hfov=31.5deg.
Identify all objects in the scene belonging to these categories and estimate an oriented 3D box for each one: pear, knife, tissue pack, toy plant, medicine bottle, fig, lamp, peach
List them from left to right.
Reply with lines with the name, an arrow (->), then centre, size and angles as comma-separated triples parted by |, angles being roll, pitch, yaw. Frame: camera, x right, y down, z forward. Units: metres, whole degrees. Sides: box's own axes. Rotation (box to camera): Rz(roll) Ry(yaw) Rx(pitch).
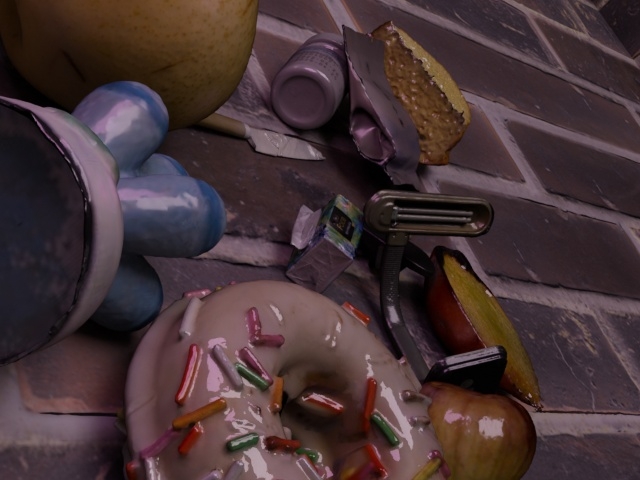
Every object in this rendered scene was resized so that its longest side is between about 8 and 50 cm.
toy plant -> -0.222, -0.027, 1.070 | 0.247, 0.247, 0.332 | 53, 23, 10
pear -> -0.219, -0.271, 1.284 | 0.309, 0.309, 0.309 | 33, 32, -24
knife -> -0.090, -0.141, 1.564 | 0.297, 0.017, 0.047 | 11, 47, -52
medicine bottle -> -0.007, -0.241, 1.706 | 0.105, 0.105, 0.168 | 43, 30, -8
tissue pack -> 0.000, -0.001, 1.439 | 0.079, 0.085, 0.111 | 39, 31, -12
lamp -> 0.171, 0.078, 1.465 | 0.203, 0.124, 0.283 | -7, 63, -24
fig -> 0.150, 0.255, 1.271 | 0.160, 0.143, 0.231 | 18, 35, 12
peach -> 0.221, 0.133, 1.584 | 0.189, 0.068, 0.279 | 23, 36, -48

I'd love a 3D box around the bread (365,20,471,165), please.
bread -> 0.159, -0.240, 1.902 | 0.260, 0.129, 0.134 | 54, 23, 11

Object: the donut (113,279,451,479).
donut -> -0.019, 0.196, 1.090 | 0.382, 0.142, 0.383 | 35, 34, -28

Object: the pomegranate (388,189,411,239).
pomegranate -> 0.105, -0.036, 1.647 | 0.073, 0.073, 0.084 | 58, -5, 20

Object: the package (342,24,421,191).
package -> 0.090, -0.197, 1.749 | 0.204, 0.062, 0.251 | 0, 74, -72

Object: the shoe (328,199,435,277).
shoe -> 0.077, 0.010, 1.573 | 0.179, 0.049, 0.071 | 33, 20, 15
